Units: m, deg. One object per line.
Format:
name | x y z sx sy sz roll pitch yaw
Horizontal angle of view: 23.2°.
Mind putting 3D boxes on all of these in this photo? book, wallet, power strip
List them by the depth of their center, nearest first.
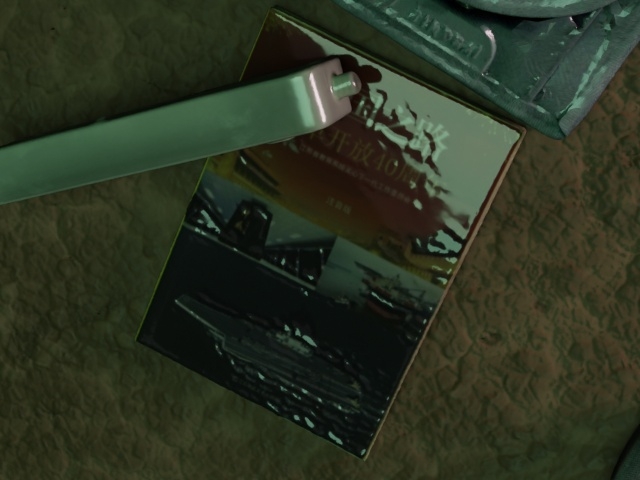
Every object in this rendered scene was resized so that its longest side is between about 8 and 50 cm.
wallet | 0.132 -0.257 1.313 0.342 0.075 0.237 31 118 -7
power strip | -0.139 -0.100 1.439 0.385 0.091 0.062 -11 100 23
book | 0.000 0.000 1.486 0.262 0.028 0.374 27 112 8

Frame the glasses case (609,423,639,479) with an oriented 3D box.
glasses case | 0.423 0.270 1.430 0.323 0.074 0.131 29 113 5
